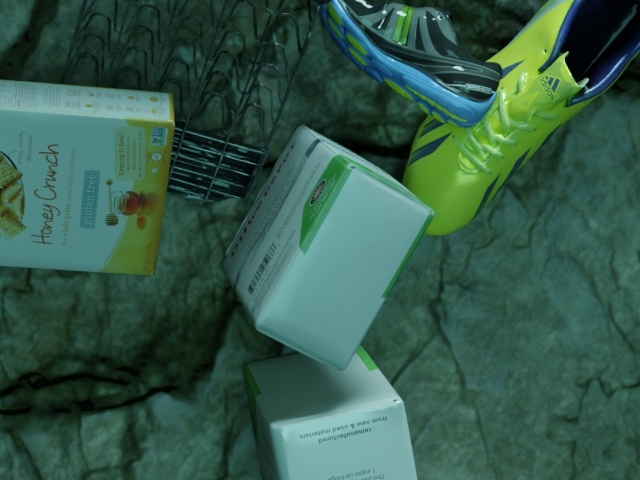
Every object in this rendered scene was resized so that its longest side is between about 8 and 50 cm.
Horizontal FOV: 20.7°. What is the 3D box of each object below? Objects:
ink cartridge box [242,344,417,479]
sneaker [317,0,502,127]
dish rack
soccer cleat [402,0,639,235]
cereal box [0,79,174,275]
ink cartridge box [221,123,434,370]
[{"bbox_3d":[0.020,0.247,1.512,0.115,0.198,0.273,-12,103,-8],"label":"ink cartridge box"},{"bbox_3d":[0.073,-0.172,1.491,0.188,0.067,0.078,37,76,10],"label":"sneaker"},{"bbox_3d":[-0.111,-0.156,1.450,0.208,0.074,0.271,17,128,-8],"label":"dish rack"},{"bbox_3d":[0.175,-0.120,1.501,0.093,0.121,0.289,41,93,-14],"label":"soccer cleat"},{"bbox_3d":[-0.248,-0.052,1.450,0.240,0.047,0.173,3,132,-10],"label":"cereal box"},{"bbox_3d":[0.000,0.000,1.455,0.087,0.208,0.153,28,97,-16],"label":"ink cartridge box"}]
